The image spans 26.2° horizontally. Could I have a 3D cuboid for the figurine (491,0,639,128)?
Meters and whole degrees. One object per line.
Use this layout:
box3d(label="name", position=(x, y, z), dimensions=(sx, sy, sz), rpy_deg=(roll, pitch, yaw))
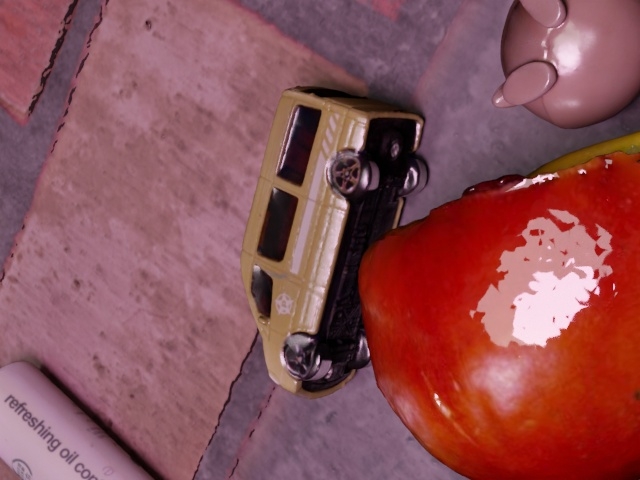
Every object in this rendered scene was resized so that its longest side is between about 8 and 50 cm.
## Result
box3d(label="figurine", position=(0.187, -0.144, 1.011), dimensions=(0.125, 0.138, 0.125), rpy_deg=(6, 100, 36))

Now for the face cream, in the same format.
box3d(label="face cream", position=(-0.214, 0.244, 1.333), dimensions=(0.311, 0.092, 0.092), rpy_deg=(39, 114, 22))

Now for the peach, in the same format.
box3d(label="peach", position=(0.187, 0.019, 0.954), dimensions=(0.281, 0.281, 0.338), rpy_deg=(41, 117, 21))

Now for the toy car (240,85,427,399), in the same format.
box3d(label="toy car", position=(0.000, 0.000, 1.165), dimensions=(0.124, 0.101, 0.256), rpy_deg=(24, 106, 32))
